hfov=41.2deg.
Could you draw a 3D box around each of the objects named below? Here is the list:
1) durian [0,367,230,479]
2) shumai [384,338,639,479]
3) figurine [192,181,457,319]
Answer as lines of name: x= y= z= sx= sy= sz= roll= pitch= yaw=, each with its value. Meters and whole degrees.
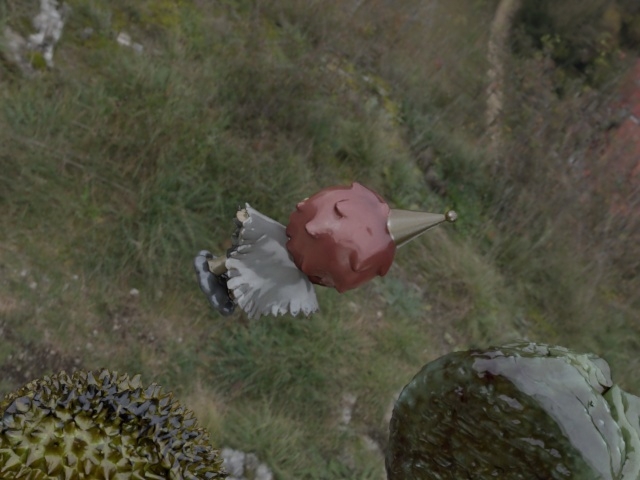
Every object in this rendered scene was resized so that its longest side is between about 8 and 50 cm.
durian: x=-0.237 y=0.258 z=0.892 sx=0.293 sy=0.258 sz=0.258 roll=-6 pitch=50 yaw=-7
shumai: x=0.311 y=0.289 z=1.259 sx=0.395 sy=0.395 sz=0.348 roll=45 pitch=40 yaw=10
figurine: x=0.000 y=0.000 z=1.214 sx=0.207 sy=0.387 sz=0.166 roll=59 pitch=22 yaw=-22
